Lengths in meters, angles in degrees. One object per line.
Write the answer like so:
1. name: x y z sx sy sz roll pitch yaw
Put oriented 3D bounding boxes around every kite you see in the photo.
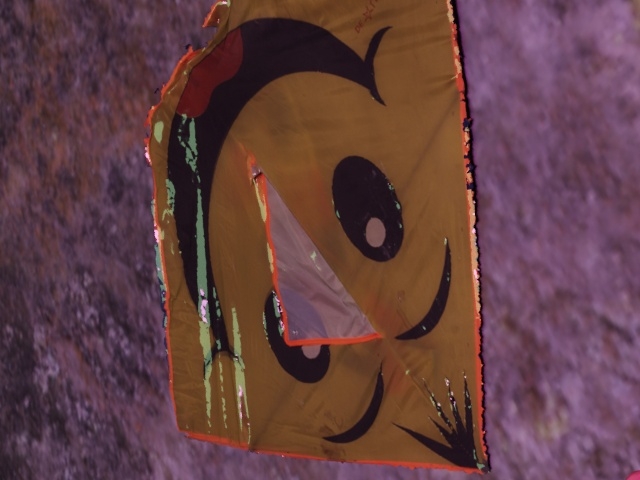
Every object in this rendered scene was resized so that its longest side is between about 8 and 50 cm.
1. kite: -0.002 0.000 0.800 0.327 0.013 0.377 55 132 29

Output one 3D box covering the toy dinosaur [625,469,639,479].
1. toy dinosaur: 0.226 0.101 0.507 0.286 0.070 0.139 -17 93 48
